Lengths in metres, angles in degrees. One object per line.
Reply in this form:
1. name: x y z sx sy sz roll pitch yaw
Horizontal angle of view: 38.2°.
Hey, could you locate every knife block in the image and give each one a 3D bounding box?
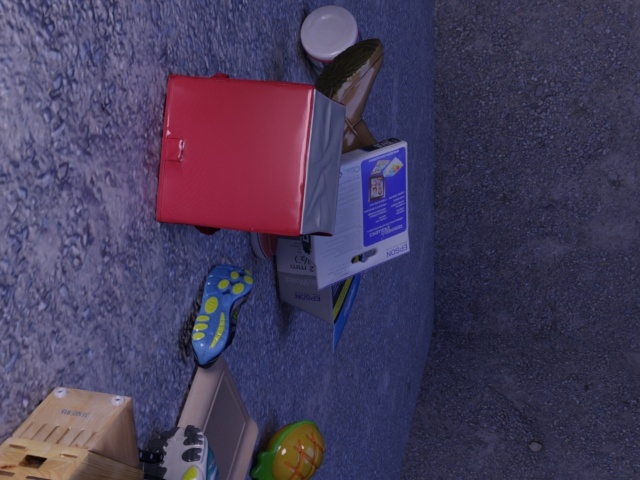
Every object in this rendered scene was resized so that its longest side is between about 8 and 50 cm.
1. knife block: -0.247 0.286 0.938 0.276 0.088 0.242 -58 150 -62

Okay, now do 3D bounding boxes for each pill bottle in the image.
1. pill bottle: 0.032 -0.356 1.751 0.180 0.107 0.108 51 46 -71

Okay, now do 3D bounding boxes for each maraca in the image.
1. maraca: -0.062 0.407 1.719 0.185 0.099 0.127 -27 119 -43

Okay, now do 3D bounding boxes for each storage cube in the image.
1. storage cube: -0.085 -0.108 1.212 0.183 0.193 0.215 1 95 -76

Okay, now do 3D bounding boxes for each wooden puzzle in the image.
1. wooden puzzle: -0.166 0.316 1.382 0.239 0.044 0.221 71 29 -50

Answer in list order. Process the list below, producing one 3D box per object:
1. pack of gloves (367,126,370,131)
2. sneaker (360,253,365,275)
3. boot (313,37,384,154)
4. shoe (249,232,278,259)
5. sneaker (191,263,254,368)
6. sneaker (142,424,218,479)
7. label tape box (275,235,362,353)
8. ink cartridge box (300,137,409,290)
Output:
1. pack of gloves: 0.079 -0.104 1.707 0.195 0.046 0.232 -7 100 -74
2. sneaker: 0.064 -0.029 2.042 0.270 0.090 0.145 83 16 -50
3. boot: 0.079 -0.176 1.599 0.236 0.089 0.269 -51 129 -19
4. shoe: -0.071 -0.038 1.518 0.063 0.081 0.178 -66 157 -49
5. sneaker: -0.148 0.106 1.341 0.188 0.067 0.078 -72 -177 -45
6. sneaker: -0.169 0.355 1.139 0.275 0.107 0.110 -81 153 -53
7. label tape box: 0.000 0.000 1.757 0.249 0.115 0.348 -64 157 -53
8. ink cartridge box: 0.057 -0.046 1.533 0.206 0.045 0.208 -21 119 -31
